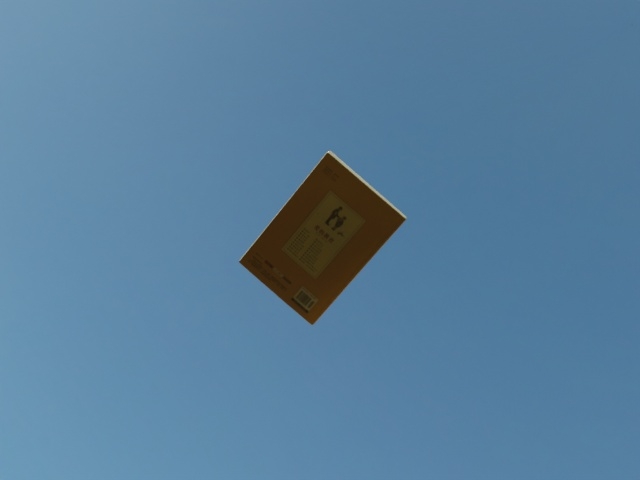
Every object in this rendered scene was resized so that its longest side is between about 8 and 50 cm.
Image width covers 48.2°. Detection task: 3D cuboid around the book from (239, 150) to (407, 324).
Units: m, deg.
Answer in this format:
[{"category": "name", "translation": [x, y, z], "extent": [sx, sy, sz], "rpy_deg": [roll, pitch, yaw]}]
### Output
[{"category": "book", "translation": [0.000, 0.000, 0.824], "extent": [0.118, 0.012, 0.172], "rpy_deg": [41, -74, 2]}]
